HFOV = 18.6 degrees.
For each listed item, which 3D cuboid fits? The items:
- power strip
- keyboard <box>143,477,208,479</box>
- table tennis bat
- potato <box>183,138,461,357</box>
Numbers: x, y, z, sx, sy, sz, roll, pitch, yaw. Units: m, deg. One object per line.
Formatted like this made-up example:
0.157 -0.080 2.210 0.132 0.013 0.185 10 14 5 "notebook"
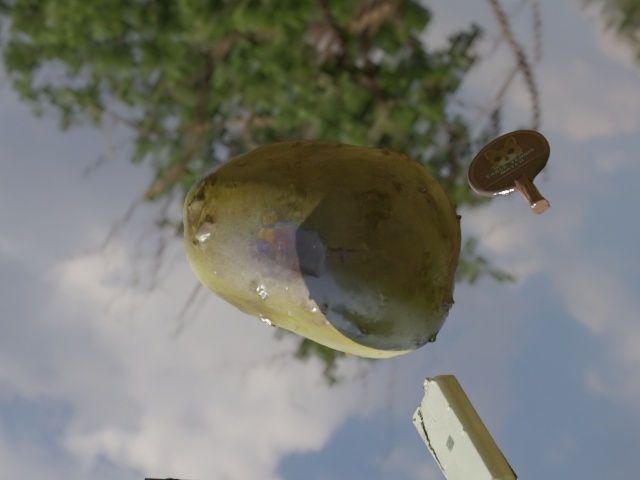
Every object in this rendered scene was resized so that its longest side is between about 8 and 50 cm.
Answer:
0.166 0.243 2.283 0.035 0.081 0.192 -4 -136 -29 "power strip"
-0.008 0.235 1.796 0.310 0.018 0.101 5 179 -27 "keyboard"
0.259 -0.046 2.374 0.119 0.107 0.170 54 -175 -33 "table tennis bat"
0.000 0.000 1.965 0.307 0.210 0.173 13 -172 22 "potato"
